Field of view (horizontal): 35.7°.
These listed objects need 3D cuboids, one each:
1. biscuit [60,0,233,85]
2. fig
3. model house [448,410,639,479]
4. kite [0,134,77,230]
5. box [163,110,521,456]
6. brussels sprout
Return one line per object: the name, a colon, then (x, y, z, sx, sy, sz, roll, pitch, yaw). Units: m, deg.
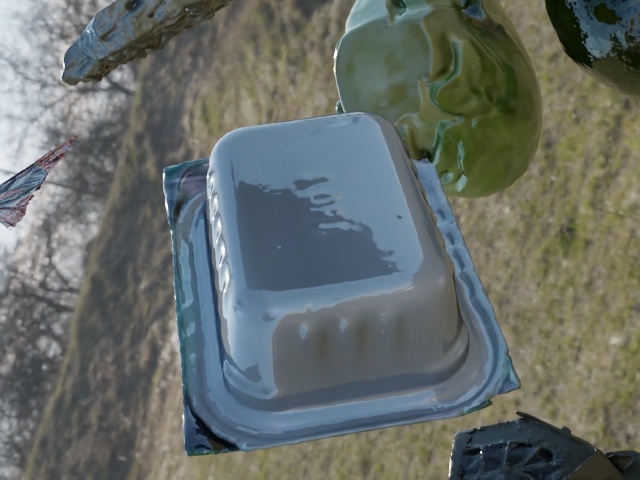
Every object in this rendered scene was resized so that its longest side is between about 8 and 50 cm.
biscuit: (-0.077, -0.201, 0.764, 0.290, 0.038, 0.141, -34, 7, -8)
fig: (0.339, -0.221, 1.034, 0.195, 0.195, 0.244, -97, -14, -68)
model house: (0.281, 0.293, 1.016, 0.243, 0.211, 0.204, -19, 43, 32)
kite: (-0.402, -0.065, 1.290, 0.222, 0.125, 0.008, -73, -36, -50)
box: (0.000, 0.000, 0.828, 0.336, 0.264, 0.106, -105, 7, -48)
brussels sprout: (0.141, -0.187, 1.218, 0.247, 0.328, 0.328, -29, 32, 23)
